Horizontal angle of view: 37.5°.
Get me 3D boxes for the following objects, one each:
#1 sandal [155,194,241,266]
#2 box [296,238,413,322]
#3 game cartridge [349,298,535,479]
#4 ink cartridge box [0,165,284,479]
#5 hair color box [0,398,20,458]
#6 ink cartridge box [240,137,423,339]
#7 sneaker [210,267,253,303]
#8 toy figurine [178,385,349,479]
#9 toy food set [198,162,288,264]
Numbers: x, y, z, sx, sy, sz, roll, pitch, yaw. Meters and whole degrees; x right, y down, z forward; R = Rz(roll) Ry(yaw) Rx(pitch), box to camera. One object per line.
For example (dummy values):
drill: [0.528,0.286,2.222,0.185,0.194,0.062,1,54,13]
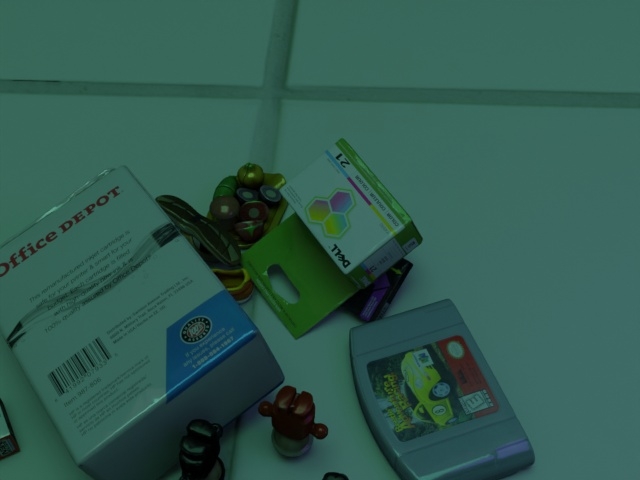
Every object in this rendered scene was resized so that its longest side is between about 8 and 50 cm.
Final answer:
sandal: [-0.202,-0.009,1.536,0.180,0.049,0.072,35,25,14]
box: [0.050,0.048,1.505,0.162,0.029,0.116,29,87,25]
game cartridge: [0.157,0.226,1.370,0.196,0.060,0.294,-19,51,-8]
ink cartridge box: [-0.284,0.120,1.363,0.285,0.166,0.395,-36,56,-9]
hair color box: [-0.526,0.288,1.340,0.167,0.053,0.093,-24,52,-15]
ink cartridge box: [0.000,0.000,1.465,0.255,0.097,0.189,-39,65,1]
sneaker: [-0.195,0.071,1.504,0.175,0.067,0.064,-10,52,-4]
toy figurine: [-0.073,0.321,1.243,0.213,0.148,0.209,-20,57,-17]
toy food set: [-0.133,-0.059,1.608,0.128,0.071,0.218,11,51,11]
